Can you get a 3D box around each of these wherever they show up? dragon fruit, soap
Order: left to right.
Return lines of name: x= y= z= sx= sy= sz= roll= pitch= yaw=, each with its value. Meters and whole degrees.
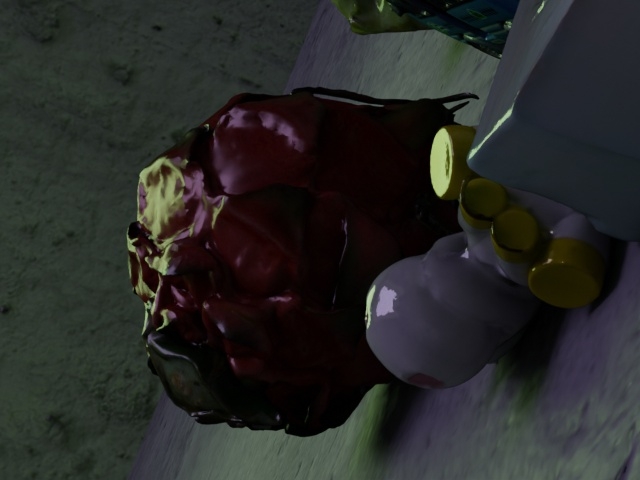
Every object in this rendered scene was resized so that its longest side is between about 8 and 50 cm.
dragon fruit: x=0.000 y=0.000 z=1.232 sx=0.293 sy=0.234 sz=0.234 roll=-34 pitch=-13 yaw=-33
soap: x=0.166 y=-0.163 z=0.815 sx=0.173 sy=0.095 sz=0.290 roll=130 pitch=162 yaw=-69

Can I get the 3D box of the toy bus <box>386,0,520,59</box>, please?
toy bus: x=0.105 y=-0.195 z=1.214 sx=0.246 sy=0.134 sz=0.114 roll=-152 pitch=86 yaw=-82

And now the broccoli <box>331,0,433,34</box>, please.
broccoli: x=0.051 y=-0.312 z=1.547 sx=0.304 sy=0.321 sz=0.284 roll=-54 pitch=-42 yaw=-78

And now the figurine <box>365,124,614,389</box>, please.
figurine: x=0.086 y=0.017 z=0.929 sx=0.129 sy=0.109 sz=0.178 roll=-32 pitch=-25 yaw=-53
